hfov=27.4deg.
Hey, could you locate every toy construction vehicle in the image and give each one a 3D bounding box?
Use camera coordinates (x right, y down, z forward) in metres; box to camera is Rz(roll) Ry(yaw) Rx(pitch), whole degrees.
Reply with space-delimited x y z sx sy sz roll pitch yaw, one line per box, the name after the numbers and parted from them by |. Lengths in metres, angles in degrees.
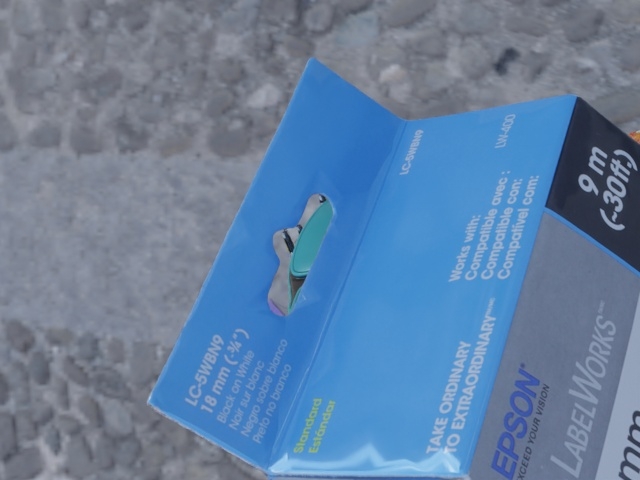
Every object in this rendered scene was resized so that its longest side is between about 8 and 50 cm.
0.000 0.000 1.517 0.098 0.085 0.035 65 161 -3 | toy construction vehicle

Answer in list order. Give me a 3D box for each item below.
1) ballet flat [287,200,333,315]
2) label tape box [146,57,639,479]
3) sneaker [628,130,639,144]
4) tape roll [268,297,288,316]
0.012 0.056 1.217 0.083 0.247 0.087 -11 122 16 | ballet flat
0.114 0.060 0.674 0.106 0.333 0.241 -33 28 51 | label tape box
0.453 -0.079 1.691 0.064 0.175 0.067 -42 24 27 | sneaker
-0.009 0.152 1.388 0.080 0.189 0.189 -48 61 1 | tape roll
